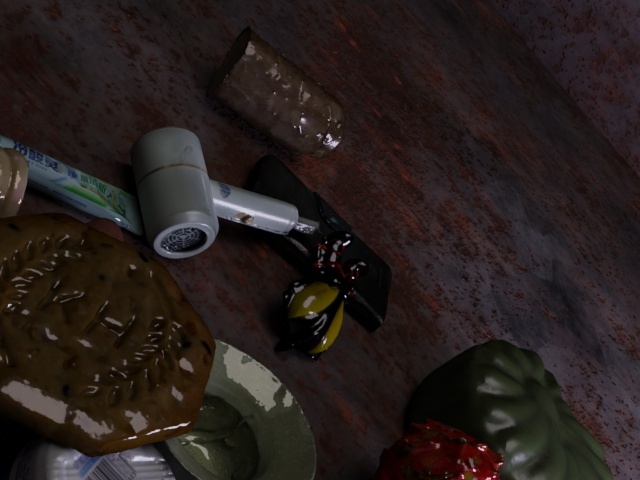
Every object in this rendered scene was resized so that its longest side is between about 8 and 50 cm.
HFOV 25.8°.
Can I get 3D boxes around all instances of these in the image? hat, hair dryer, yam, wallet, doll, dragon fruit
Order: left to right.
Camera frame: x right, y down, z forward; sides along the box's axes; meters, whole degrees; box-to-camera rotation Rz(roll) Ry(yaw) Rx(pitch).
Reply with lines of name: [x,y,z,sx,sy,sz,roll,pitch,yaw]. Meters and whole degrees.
hat: [-0.145,0.257,1.762,0.257,0.130,0.257,30,34,-23]
hair dryer: [-0.119,-0.044,2.115,0.357,0.107,0.173,14,49,-40]
yam: [-0.071,-0.243,2.375,0.238,0.129,0.128,33,37,-26]
wallet: [0.000,0.000,2.300,0.318,0.045,0.172,43,34,-17]
doll: [0.001,0.087,2.154,0.127,0.088,0.248,45,43,-5]
dragon fruit: [0.161,0.388,1.976,0.205,0.210,0.268,35,51,-54]

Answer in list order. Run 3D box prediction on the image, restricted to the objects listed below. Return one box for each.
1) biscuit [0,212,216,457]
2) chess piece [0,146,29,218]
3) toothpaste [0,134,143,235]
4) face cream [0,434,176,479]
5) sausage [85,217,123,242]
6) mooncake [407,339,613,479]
biscuit: [-0.284,0.099,1.648,0.359,0.046,0.359,24,36,-19]
chess piece: [-0.546,-0.111,1.652,0.397,0.117,0.117,20,43,-37]
toothpaste: [-0.362,-0.083,1.921,0.297,0.048,0.074,26,36,-41]
face cream: [-0.259,0.302,1.593,0.206,0.111,0.206,35,34,-28]
sausage: [-0.345,0.074,1.738,0.088,0.088,0.433,46,32,-9]
mooncake: [0.304,0.330,2.223,0.351,0.187,0.351,33,38,-30]
